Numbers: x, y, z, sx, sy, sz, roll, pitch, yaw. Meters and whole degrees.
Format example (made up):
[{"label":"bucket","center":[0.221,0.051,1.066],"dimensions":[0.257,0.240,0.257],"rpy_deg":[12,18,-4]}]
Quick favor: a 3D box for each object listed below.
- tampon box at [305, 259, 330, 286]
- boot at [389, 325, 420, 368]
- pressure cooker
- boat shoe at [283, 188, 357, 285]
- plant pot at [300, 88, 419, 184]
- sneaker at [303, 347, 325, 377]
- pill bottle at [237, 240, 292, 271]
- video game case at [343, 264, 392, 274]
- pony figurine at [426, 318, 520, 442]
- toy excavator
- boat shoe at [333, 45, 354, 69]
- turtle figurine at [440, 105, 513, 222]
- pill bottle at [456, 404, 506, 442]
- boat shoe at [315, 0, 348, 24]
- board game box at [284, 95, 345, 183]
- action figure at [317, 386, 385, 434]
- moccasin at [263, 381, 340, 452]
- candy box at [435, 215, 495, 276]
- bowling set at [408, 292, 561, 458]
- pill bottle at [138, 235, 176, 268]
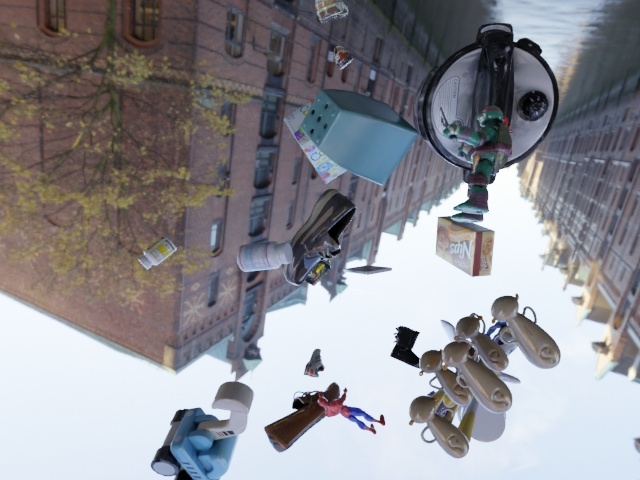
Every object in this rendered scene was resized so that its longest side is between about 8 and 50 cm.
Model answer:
[{"label":"tampon box","center":[-0.055,0.096,1.775],"dimensions":[0.161,0.120,0.101],"rpy_deg":[34,-157,-21]},{"label":"boot","center":[0.261,0.305,1.172],"dimensions":[0.121,0.099,0.045],"rpy_deg":[16,172,36]},{"label":"pressure cooker","center":[0.484,-0.398,1.219],"dimensions":[0.370,0.376,0.420],"rpy_deg":[47,-161,-5]},{"label":"boat shoe","center":[0.000,0.000,1.363],"dimensions":[0.130,0.355,0.132],"rpy_deg":[30,-176,30]},{"label":"plant pot","center":[0.084,-0.270,1.014],"dimensions":[0.235,0.165,0.165],"rpy_deg":[8,-143,-42]},{"label":"sneaker","center":[-0.012,0.523,1.728],"dimensions":[0.076,0.057,0.161],"rpy_deg":[17,-155,13]},{"label":"pill bottle","center":[-0.173,0.048,1.283],"dimensions":[0.161,0.087,0.087],"rpy_deg":[-7,-169,18]},{"label":"video game case","center":[0.135,0.085,1.177],"dimensions":[0.087,0.011,0.122],"rpy_deg":[-6,-177,-28]},{"label":"pony figurine","center":[0.466,0.400,1.240],"dimensions":[0.303,0.363,0.351],"rpy_deg":[39,168,10]},{"label":"toy excavator","center":[-0.386,0.709,1.493],"dimensions":[0.446,0.432,0.222],"rpy_deg":[-15,-154,14]},{"label":"boat shoe","center":[0.059,-0.502,1.114],"dimensions":[0.049,0.043,0.137],"rpy_deg":[-31,-152,17]},{"label":"turtle figurine","center":[0.277,-0.155,0.725],"dimensions":[0.118,0.233,0.175],"rpy_deg":[2,169,33]},{"label":"pill bottle","center":[0.562,0.590,1.442],"dimensions":[0.161,0.160,0.283],"rpy_deg":[15,180,18]},{"label":"boat shoe","center":[0.020,-0.529,0.904],"dimensions":[0.068,0.072,0.190],"rpy_deg":[-19,-159,12]},{"label":"board game box","center":[0.005,-0.347,1.450],"dimensions":[0.144,0.142,0.275],"rpy_deg":[60,-175,25]},{"label":"action figure","center":[0.097,0.605,1.501],"dimensions":[0.281,0.091,0.139],"rpy_deg":[31,-163,-26]},{"label":"moccasin","center":[-0.065,0.679,1.644],"dimensions":[0.380,0.139,0.146],"rpy_deg":[-26,-109,-37]},{"label":"candy box","center":[0.586,0.014,1.687],"dimensions":[0.088,0.182,0.316],"rpy_deg":[-4,-165,-11]},{"label":"bowling set","center":[0.255,0.222,0.752],"dimensions":[0.154,0.287,0.200],"rpy_deg":[47,175,-8]},{"label":"pill bottle","center":[-0.552,0.042,1.378],"dimensions":[0.116,0.065,0.065],"rpy_deg":[-43,-137,-23]}]
